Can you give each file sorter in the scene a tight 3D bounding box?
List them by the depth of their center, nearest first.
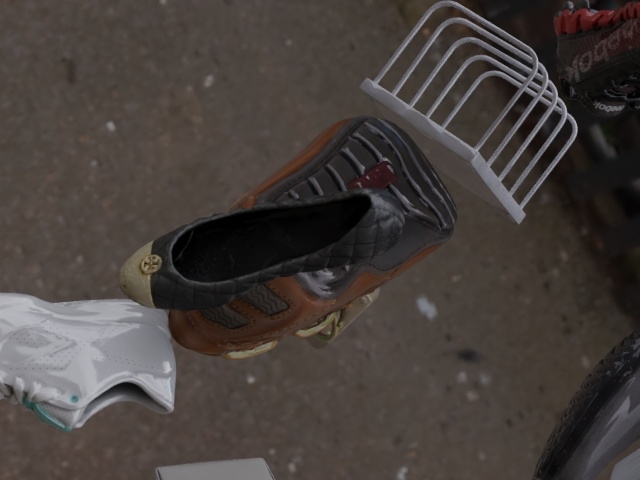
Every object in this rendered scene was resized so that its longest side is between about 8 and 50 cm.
[{"bbox_3d":[0.214,-0.177,1.999,0.193,0.173,0.278,36,0,26],"label":"file sorter"}]

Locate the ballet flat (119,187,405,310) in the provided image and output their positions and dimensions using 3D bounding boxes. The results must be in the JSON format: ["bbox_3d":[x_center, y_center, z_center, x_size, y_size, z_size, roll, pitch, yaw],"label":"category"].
[{"bbox_3d":[-0.037,-0.001,0.825,0.049,0.173,0.057,48,31,-58],"label":"ballet flat"}]

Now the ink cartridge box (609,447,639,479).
[{"bbox_3d":[0.429,0.271,1.744,0.045,0.223,0.224,50,25,1],"label":"ink cartridge box"}]

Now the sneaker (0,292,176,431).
[{"bbox_3d":[-0.199,0.092,1.025,0.212,0.080,0.094,-2,58,-24],"label":"sneaker"}]

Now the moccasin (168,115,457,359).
[{"bbox_3d":[0.002,0.003,1.146,0.139,0.147,0.380,53,27,-4],"label":"moccasin"}]

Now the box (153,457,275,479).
[{"bbox_3d":[-0.105,0.340,1.368,0.113,0.275,0.094,-1,29,-21],"label":"box"}]

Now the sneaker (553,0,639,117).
[{"bbox_3d":[0.350,-0.203,1.637,0.098,0.276,0.135,8,90,-24],"label":"sneaker"}]

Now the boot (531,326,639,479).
[{"bbox_3d":[0.360,0.142,1.261,0.223,0.338,0.118,43,-3,6],"label":"boot"}]

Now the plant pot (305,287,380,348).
[{"bbox_3d":[0.004,0.063,1.716,0.109,0.109,0.096,47,0,-11],"label":"plant pot"}]
